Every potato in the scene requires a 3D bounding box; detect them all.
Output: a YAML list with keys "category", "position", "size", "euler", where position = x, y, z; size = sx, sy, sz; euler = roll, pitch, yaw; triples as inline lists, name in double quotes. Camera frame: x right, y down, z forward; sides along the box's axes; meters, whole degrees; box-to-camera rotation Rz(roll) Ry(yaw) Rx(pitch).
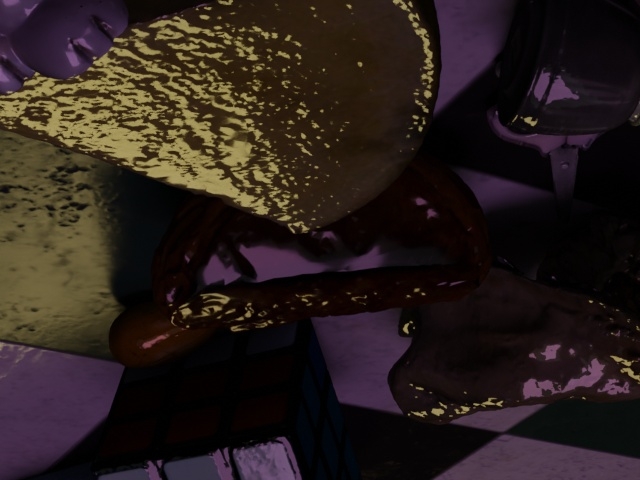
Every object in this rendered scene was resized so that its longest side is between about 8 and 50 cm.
- category: "potato"
  position: [-0.055, -0.098, 0.928]
  size: [0.269, 0.112, 0.255]
  euler: [-12, 153, 16]

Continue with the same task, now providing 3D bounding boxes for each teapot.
- category: "teapot"
  position: [0.153, -0.107, 0.971]
  size: [0.091, 0.124, 0.092]
  euler: [14, 114, -7]

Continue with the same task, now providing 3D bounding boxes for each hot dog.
- category: "hot dog"
  position: [0.001, 0.001, 1.111]
  size: [0.227, 0.099, 0.160]
  euler: [0, 149, -12]

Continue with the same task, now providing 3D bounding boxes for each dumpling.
- category: "dumpling"
  position: [0.119, 0.085, 1.223]
  size: [0.166, 0.086, 0.332]
  euler: [36, 155, -16]

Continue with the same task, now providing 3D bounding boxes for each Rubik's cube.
- category: "Rubik's cube"
  position: [-0.068, 0.177, 1.286]
  size: [0.163, 0.160, 0.162]
  euler: [-14, 116, 12]

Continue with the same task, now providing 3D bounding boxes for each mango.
- category: "mango"
  position: [-0.116, 0.068, 1.258]
  size: [0.089, 0.046, 0.060]
  euler: [-19, 147, 13]

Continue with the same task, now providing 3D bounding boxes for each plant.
- category: "plant"
  position: [0.222, 0.042, 1.207]
  size: [0.116, 0.122, 0.104]
  euler: [-35, 151, 30]

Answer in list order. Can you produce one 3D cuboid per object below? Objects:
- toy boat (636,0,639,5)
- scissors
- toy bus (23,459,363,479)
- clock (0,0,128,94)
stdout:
- category: "toy boat"
  position: [0.241, -0.159, 0.945]
  size: [0.122, 0.034, 0.096]
  euler: [-24, 150, 26]
- category: "scissors"
  position: [0.164, -0.057, 1.125]
  size: [0.100, 0.015, 0.189]
  euler: [-10, 150, 3]
- category: "toy bus"
  position: [-0.126, 0.280, 1.516]
  size: [0.312, 0.152, 0.190]
  euler: [-18, 148, 22]
- category: "clock"
  position: [-0.163, -0.206, 0.688]
  size: [0.189, 0.189, 0.254]
  euler: [-19, 140, 22]
